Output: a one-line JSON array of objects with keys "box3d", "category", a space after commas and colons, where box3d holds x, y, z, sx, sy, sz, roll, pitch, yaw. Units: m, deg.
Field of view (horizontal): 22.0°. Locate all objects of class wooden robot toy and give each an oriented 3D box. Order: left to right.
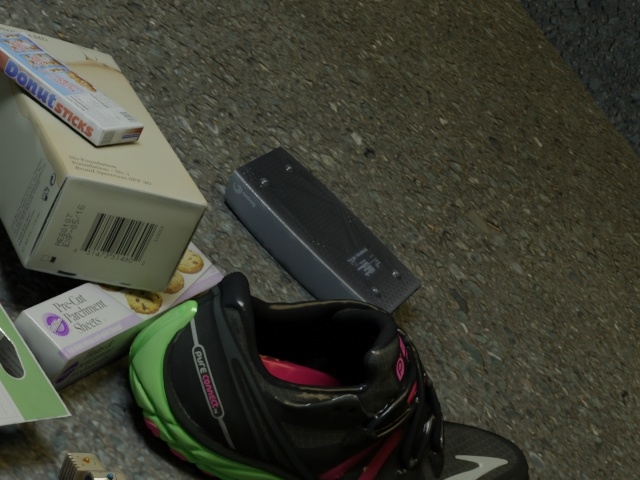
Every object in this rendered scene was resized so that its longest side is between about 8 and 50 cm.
[{"box3d": [-0.193, 0.237, 1.349, 0.079, 0.076, 0.173, 8, 40, -34], "category": "wooden robot toy"}]

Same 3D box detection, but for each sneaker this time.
[{"box3d": [0.045, 0.178, 1.630, 0.483, 0.202, 0.185, 25, 30, -33], "category": "sneaker"}]

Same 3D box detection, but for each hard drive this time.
[{"box3d": [0.000, 0.000, 2.028, 0.255, 0.054, 0.172, 45, 24, 4], "category": "hard drive"}]

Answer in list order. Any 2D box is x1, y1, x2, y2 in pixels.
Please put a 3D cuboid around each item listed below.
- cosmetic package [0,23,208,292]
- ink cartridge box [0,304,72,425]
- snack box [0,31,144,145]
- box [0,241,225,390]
[{"box3d": [-0.250, -0.087, 1.650, 0.160, 0.113, 0.309, 12, 28, -35], "category": "cosmetic package"}, {"box3d": [-0.338, 0.105, 1.359, 0.171, 0.056, 0.235, 53, 24, 21], "category": "ink cartridge box"}, {"box3d": [-0.255, -0.150, 1.601, 0.178, 0.022, 0.064, 37, 25, 22], "category": "snack box"}, {"box3d": [-0.198, 0.072, 1.609, 0.067, 0.063, 0.324, 45, 25, 9], "category": "box"}]
